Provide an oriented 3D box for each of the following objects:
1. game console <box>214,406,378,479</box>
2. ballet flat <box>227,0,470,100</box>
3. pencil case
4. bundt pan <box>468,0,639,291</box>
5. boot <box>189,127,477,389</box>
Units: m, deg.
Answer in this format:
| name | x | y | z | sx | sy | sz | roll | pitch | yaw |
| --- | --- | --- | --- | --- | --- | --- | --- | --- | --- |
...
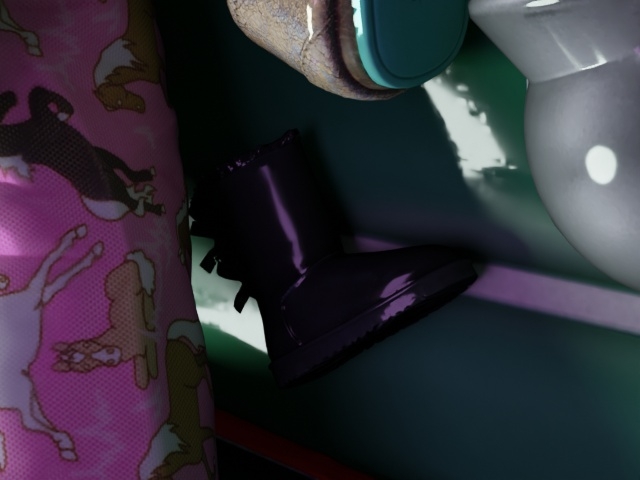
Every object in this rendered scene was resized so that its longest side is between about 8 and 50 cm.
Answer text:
| name | x | y | z | sx | sy | sz | roll | pitch | yaw |
| --- | --- | --- | --- | --- | --- | --- | --- | --- | --- |
| game console | -0.037 | 0.271 | 0.775 | 0.342 | 0.060 | 0.386 | 21 | 117 | 34 |
| ballet flat | 0.003 | -0.208 | 0.567 | 0.106 | 0.108 | 0.316 | 26 | 118 | 43 |
| pencil case | -0.129 | 0.069 | 0.667 | 0.160 | 0.167 | 0.386 | 120 | 145 | -78 |
| bundt pan | 0.182 | -0.080 | 0.375 | 0.331 | 0.124 | 0.330 | 4 | 101 | 21 |
| boot | 0.001 | 0.000 | 0.672 | 0.121 | 0.045 | 0.099 | -33 | 76 | 39 |
